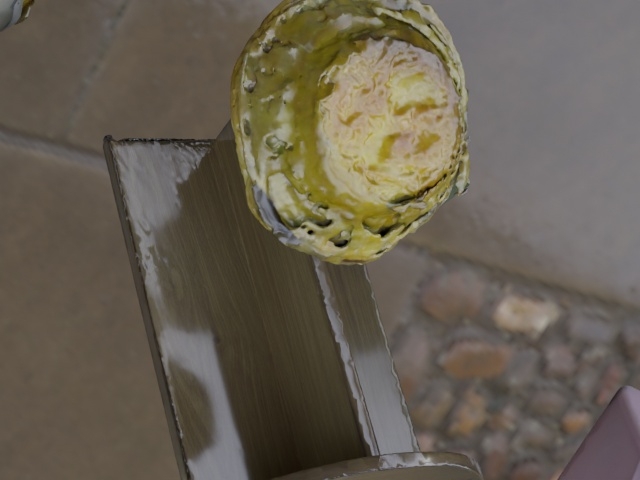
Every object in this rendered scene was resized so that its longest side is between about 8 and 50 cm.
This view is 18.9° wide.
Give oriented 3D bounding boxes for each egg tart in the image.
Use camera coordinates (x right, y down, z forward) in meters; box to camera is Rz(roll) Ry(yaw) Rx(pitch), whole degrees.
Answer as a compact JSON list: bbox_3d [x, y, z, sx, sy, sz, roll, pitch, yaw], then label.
[{"bbox_3d":[0.022,-0.052,0.845,0.130,0.052,0.130,-1,91,-32],"label":"egg tart"}]

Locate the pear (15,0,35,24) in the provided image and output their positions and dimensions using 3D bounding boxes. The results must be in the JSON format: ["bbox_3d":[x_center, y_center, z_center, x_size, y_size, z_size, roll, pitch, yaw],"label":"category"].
[{"bbox_3d":[-0.246,-0.256,0.987,0.309,0.309,0.309,-24,129,-33],"label":"pear"}]

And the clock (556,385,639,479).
[{"bbox_3d":[0.189,0.150,0.615,0.275,0.290,0.080,22,111,-33],"label":"clock"}]

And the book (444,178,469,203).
[{"bbox_3d":[0.000,0.000,1.764,0.264,0.027,0.202,-37,161,12],"label":"book"}]

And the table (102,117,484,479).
[{"bbox_3d":[-0.028,0.043,0.989,0.167,0.227,0.167,-13,157,-6],"label":"table"}]

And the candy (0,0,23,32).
[{"bbox_3d":[-0.183,-0.097,0.531,0.195,0.137,0.185,13,141,-39],"label":"candy"}]
